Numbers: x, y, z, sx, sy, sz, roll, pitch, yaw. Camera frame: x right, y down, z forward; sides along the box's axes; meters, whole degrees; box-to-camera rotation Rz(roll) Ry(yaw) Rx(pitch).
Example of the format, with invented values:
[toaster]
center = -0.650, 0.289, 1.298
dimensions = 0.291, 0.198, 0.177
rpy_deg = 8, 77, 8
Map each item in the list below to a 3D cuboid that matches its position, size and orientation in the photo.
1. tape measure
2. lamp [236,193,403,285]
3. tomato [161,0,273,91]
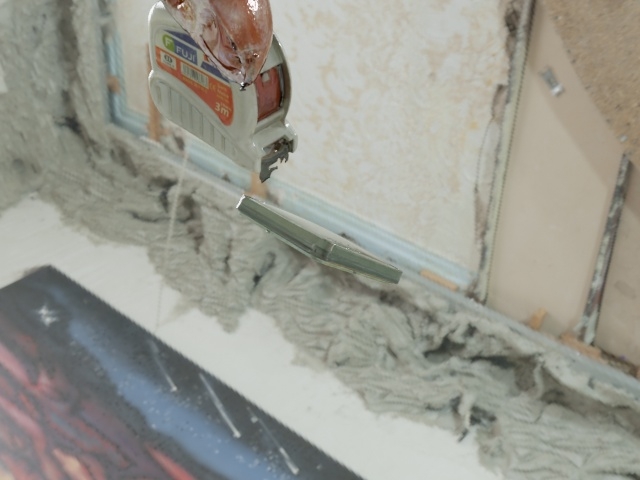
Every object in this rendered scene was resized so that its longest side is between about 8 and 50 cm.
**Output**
[tape measure]
center = -0.157, -0.263, 1.322
dimensions = 0.258, 0.130, 0.265
rpy_deg = 34, -41, 28
[lamp]
center = 0.000, 0.000, 1.615
dimensions = 0.269, 0.266, 0.047
rpy_deg = 30, -83, 41
[tomato]
center = -0.129, -0.323, 1.083
dimensions = 0.228, 0.112, 0.199
rpy_deg = 51, -10, -5
